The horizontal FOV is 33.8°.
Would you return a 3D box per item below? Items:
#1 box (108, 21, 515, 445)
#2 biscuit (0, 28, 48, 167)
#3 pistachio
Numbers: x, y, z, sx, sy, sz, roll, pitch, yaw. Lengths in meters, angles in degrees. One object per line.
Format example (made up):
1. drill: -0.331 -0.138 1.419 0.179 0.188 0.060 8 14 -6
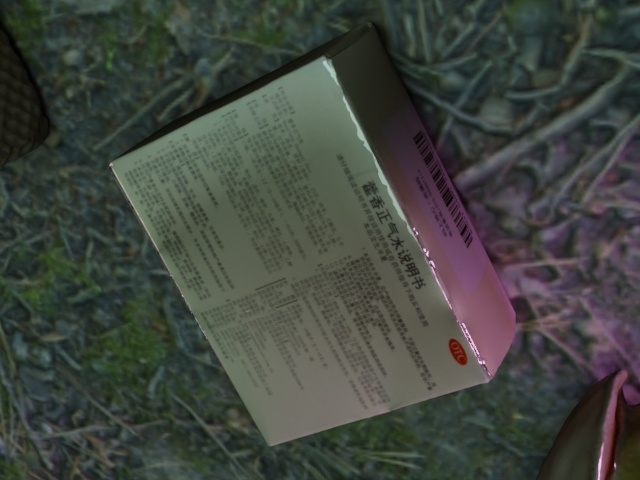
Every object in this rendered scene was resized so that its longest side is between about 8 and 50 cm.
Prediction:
1. box: 0.000 0.000 0.650 0.168 0.095 0.212 -21 104 29
2. biscuit: -0.325 -0.223 0.656 0.078 0.144 0.426 -20 103 29
3. pistachio: 0.184 0.190 0.633 0.126 0.152 0.223 12 98 20
